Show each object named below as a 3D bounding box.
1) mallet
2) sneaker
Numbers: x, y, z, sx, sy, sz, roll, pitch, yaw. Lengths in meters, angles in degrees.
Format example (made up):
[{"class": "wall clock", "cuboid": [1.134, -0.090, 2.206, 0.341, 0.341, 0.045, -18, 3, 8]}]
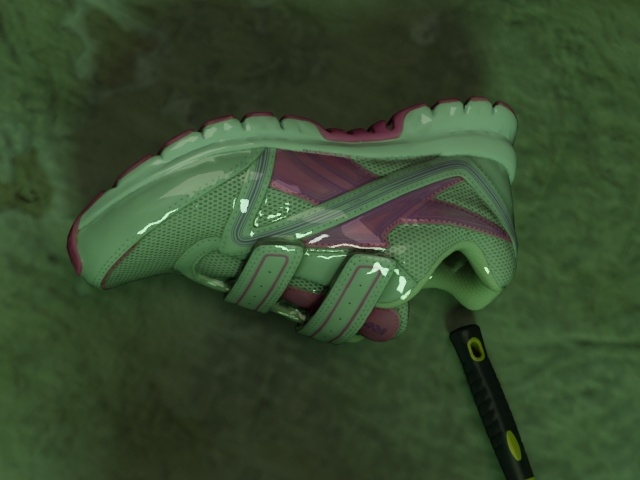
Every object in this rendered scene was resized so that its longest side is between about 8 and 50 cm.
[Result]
[{"class": "mallet", "cuboid": [0.101, 0.137, 0.628, 0.062, 0.039, 0.190, -20, 73, -23]}, {"class": "sneaker", "cuboid": [0.000, 0.000, 0.611, 0.252, 0.103, 0.111, -10, 72, -16]}]
